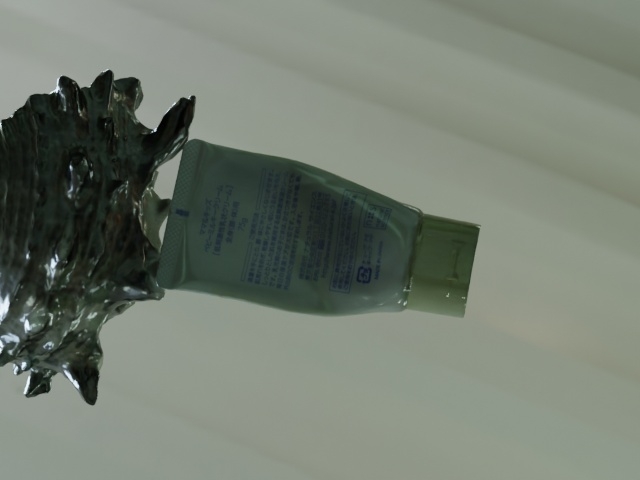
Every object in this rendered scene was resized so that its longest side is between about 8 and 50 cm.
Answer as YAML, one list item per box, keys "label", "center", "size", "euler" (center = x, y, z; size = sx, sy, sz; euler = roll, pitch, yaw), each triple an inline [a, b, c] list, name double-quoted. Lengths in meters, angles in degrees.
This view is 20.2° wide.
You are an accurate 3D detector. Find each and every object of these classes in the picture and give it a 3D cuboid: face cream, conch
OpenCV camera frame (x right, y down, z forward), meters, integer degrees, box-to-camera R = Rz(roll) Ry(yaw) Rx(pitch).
- label: "face cream"
  center: [0.000, 0.000, 1.295]
  size: [0.224, 0.070, 0.114]
  euler: [10, -104, 4]
- label: "conch"
  center: [-0.198, -0.009, 1.473]
  size: [0.186, 0.313, 0.240]
  euler: [20, -141, 2]
